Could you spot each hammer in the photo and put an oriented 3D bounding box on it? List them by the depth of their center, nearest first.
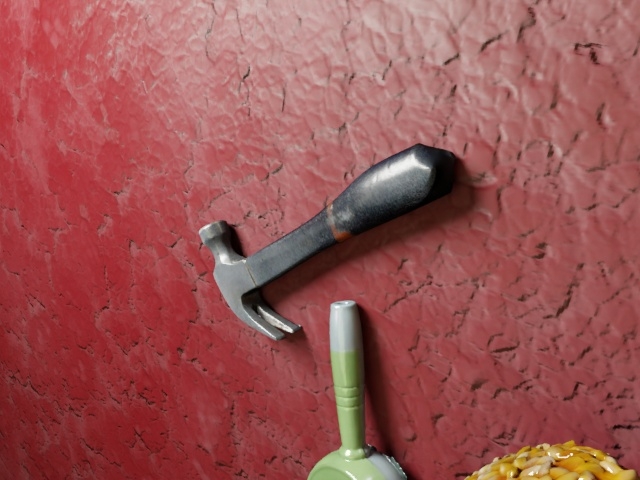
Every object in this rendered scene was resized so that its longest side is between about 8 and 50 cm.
[{"bbox_3d":[0.000,0.000,0.532,0.290,0.037,0.137,-28,85,41],"label":"hammer"}]

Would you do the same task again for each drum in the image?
[{"bbox_3d":[0.020,0.190,0.567,0.130,0.049,0.253,-23,79,49],"label":"drum"}]

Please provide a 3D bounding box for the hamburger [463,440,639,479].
[{"bbox_3d":[0.127,0.292,0.345,0.250,0.330,0.330,40,125,24],"label":"hamburger"}]
